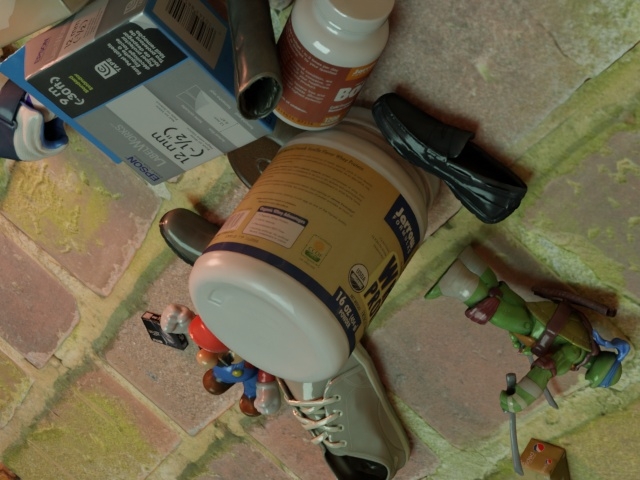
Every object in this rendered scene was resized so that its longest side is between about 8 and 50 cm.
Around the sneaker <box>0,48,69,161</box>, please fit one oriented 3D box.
[{"bbox_3d":[-0.513,-0.269,2.006,0.236,0.130,0.323,5,130,27],"label":"sneaker"}]

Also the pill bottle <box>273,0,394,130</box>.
[{"bbox_3d":[0.012,-0.237,1.523,0.121,0.121,0.216,37,147,3],"label":"pill bottle"}]

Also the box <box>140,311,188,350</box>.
[{"bbox_3d":[-0.297,0.173,2.393,0.083,0.018,0.067,14,138,33],"label":"box"}]

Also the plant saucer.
[{"bbox_3d":[-0.069,-0.113,1.825,0.198,0.036,0.198,25,143,20],"label":"plant saucer"}]

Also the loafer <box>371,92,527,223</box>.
[{"bbox_3d":[0.164,-0.115,1.573,0.223,0.076,0.078,40,133,1],"label":"loafer"}]

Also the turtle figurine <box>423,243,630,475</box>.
[{"bbox_3d":[0.248,0.151,1.687,0.266,0.198,0.274,41,143,5],"label":"turtle figurine"}]

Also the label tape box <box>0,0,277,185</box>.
[{"bbox_3d":[-0.259,-0.198,1.709,0.348,0.115,0.249,-22,131,34],"label":"label tape box"}]

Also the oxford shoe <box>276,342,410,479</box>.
[{"bbox_3d":[0.017,0.267,2.077,0.169,0.130,0.449,-2,133,37],"label":"oxford shoe"}]

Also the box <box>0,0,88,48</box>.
[{"bbox_3d":[-0.420,-0.367,1.767,0.311,0.148,0.121,-8,125,50],"label":"box"}]

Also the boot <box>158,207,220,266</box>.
[{"bbox_3d":[-0.125,0.006,1.994,0.246,0.083,0.161,38,143,-11],"label":"boot"}]

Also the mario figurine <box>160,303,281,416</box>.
[{"bbox_3d":[-0.172,0.209,2.172,0.198,0.170,0.320,-4,147,1],"label":"mario figurine"}]

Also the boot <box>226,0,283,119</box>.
[{"bbox_3d":[-0.082,-0.277,1.497,0.076,0.208,0.189,0,150,-3],"label":"boot"}]

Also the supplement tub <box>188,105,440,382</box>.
[{"bbox_3d":[0.000,0.000,1.624,0.228,0.316,0.228,25,150,16],"label":"supplement tub"}]

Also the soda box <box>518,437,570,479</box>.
[{"bbox_3d":[0.360,0.399,1.993,0.061,0.058,0.181,15,140,33],"label":"soda box"}]
